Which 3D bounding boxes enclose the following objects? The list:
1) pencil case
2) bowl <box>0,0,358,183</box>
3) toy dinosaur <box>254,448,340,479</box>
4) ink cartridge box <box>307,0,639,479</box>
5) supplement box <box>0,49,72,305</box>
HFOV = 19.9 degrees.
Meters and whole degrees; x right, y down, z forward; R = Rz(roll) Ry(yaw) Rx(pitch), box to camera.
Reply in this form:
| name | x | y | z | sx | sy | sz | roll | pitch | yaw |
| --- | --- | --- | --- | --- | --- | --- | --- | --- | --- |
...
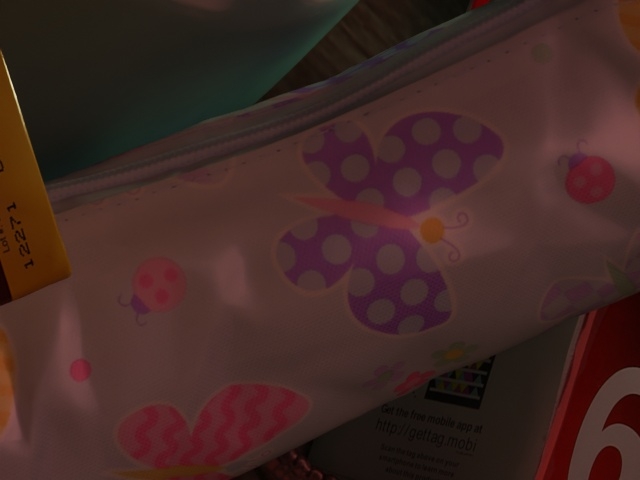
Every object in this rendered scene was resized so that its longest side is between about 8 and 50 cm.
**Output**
| name | x | y | z | sx | sy | sz | roll | pitch | yaw |
| --- | --- | --- | --- | --- | --- | --- | --- | --- | --- |
| pencil case | 0.000 | 0.000 | 0.586 | 0.273 | 0.113 | 0.124 | -24 | 143 | -5 |
| bowl | -0.073 | -0.170 | 0.596 | 0.311 | 0.163 | 0.311 | 8 | 78 | -41 |
| toy dinosaur | 0.040 | 0.193 | 0.620 | 0.127 | 0.200 | 0.296 | 0 | 83 | -43 |
| ink cartridge box | 0.180 | 0.028 | 0.792 | 0.309 | 0.130 | 0.272 | 26 | 78 | -37 |
| supplement box | -0.205 | -0.013 | 0.430 | 0.194 | 0.191 | 0.129 | -25 | 102 | -42 |
